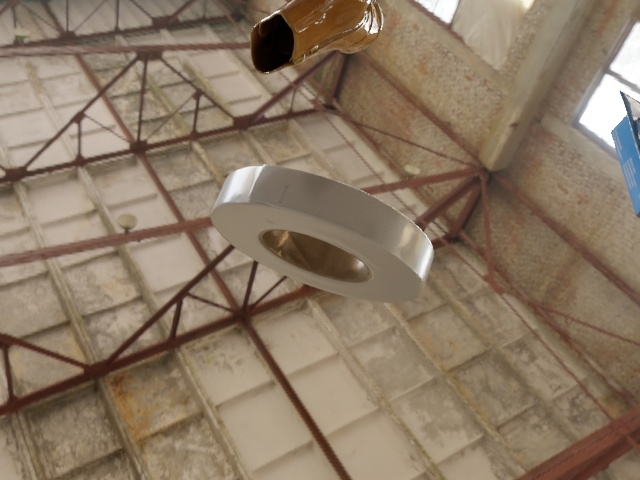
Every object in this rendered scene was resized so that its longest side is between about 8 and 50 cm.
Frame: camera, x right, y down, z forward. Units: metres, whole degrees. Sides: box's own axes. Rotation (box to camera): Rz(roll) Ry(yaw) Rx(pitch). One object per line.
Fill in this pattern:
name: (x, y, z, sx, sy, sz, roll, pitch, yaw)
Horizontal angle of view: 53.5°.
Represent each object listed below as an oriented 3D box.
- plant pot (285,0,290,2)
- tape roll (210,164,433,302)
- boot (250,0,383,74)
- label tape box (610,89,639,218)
plant pot: (0.012, -0.577, 1.140, 0.274, 0.275, 0.243, 15, -176, -4)
tape roll: (0.000, 0.000, 1.096, 0.392, 0.392, 0.072, 21, -109, 2)
boot: (-0.008, -0.291, 0.870, 0.211, 0.295, 0.104, -39, -88, -13)
label tape box: (0.779, -0.162, 1.474, 0.347, 0.115, 0.249, 19, -126, -29)
